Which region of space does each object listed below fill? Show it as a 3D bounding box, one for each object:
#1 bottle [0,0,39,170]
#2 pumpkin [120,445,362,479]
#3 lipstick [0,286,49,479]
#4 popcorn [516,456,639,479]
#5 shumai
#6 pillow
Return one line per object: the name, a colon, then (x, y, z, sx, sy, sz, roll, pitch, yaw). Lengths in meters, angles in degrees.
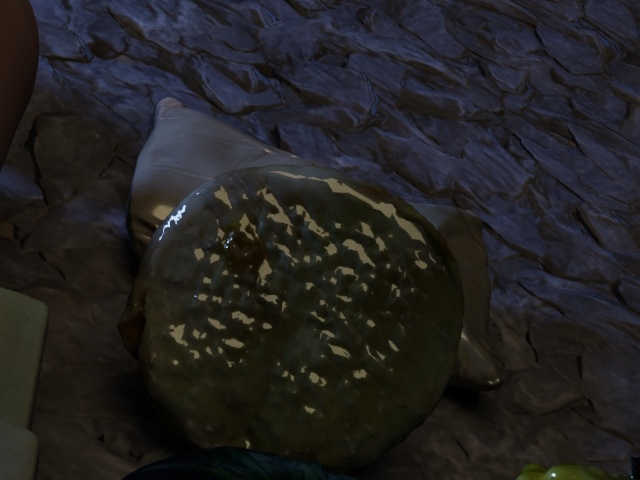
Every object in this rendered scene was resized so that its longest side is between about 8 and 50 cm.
bottle: (-0.282, -0.051, 1.119, 0.206, 0.173, 0.297, -9, 33, 9)
pumpkin: (-0.026, 0.176, 0.931, 0.202, 0.140, 0.202, 16, 22, -7)
lipstick: (-0.183, 0.119, 0.988, 0.077, 0.079, 0.253, 14, 30, -11)
popcorn: (0.145, 0.191, 1.020, 0.173, 0.142, 0.173, 17, 34, -12)
shumai: (-0.020, 0.047, 1.167, 0.201, 0.201, 0.120, 21, -10, -3)
pillow: (0.000, 0.000, 1.301, 0.270, 0.067, 0.173, 20, 37, -4)
